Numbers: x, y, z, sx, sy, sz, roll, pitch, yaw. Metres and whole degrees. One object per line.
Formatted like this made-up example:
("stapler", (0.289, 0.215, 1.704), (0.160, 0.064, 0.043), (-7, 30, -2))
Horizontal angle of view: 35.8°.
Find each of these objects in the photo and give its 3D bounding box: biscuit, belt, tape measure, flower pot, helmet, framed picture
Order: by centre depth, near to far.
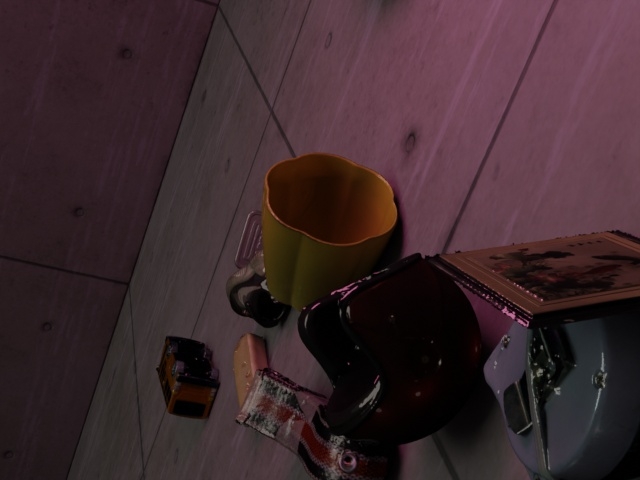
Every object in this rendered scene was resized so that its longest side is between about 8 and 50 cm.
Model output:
("framed picture", (0.207, 0.023, 0.796), (0.199, 0.195, 0.010), (-141, 46, -68))
("tape measure", (0.218, 0.115, 0.825), (0.182, 0.107, 0.181), (-100, 24, -55))
("helmet", (0.077, 0.118, 1.078), (0.216, 0.193, 0.189), (-70, 13, -15))
("belt", (-0.007, 0.257, 1.349), (0.359, 0.126, 0.094), (14, 81, 65))
("flower pot", (0.000, 0.000, 1.420), (0.195, 0.195, 0.179), (-97, 15, -45))
("biscuit", (-0.118, 0.238, 1.758), (0.056, 0.052, 0.188), (-49, 29, 22))

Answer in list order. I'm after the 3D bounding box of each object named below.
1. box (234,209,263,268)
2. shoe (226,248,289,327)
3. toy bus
("box", (-0.113, 0.001, 1.865), (0.069, 0.084, 0.122), (-135, 62, -76))
("shoe", (-0.101, 0.100, 1.749), (0.227, 0.099, 0.112), (130, 141, -50))
("toy bus", (-0.287, 0.292, 2.123), (0.201, 0.098, 0.114), (-129, 56, -65))
